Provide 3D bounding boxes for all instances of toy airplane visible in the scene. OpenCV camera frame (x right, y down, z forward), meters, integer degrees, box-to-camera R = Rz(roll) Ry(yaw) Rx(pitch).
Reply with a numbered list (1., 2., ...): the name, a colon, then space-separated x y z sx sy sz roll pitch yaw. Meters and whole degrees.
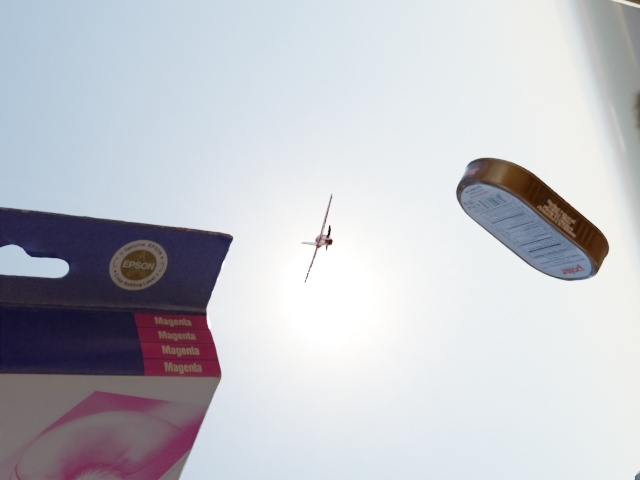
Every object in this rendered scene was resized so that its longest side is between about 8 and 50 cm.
1. toy airplane: 0.000 0.000 1.373 0.151 0.028 0.151 18 -90 -79

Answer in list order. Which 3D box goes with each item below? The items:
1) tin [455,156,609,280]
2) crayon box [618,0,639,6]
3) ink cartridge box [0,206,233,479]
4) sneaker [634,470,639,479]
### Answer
1. tin: 0.231 -0.019 0.985 0.189 0.106 0.040 37 -108 -14
2. crayon box: 0.257 -0.199 0.618 0.318 0.202 0.081 -83 9 -66
3. ink cartridge box: -0.244 0.134 0.638 0.324 0.330 0.071 6 -150 -32
4. sneaker: 0.406 0.326 1.090 0.083 0.191 0.071 38 179 21
